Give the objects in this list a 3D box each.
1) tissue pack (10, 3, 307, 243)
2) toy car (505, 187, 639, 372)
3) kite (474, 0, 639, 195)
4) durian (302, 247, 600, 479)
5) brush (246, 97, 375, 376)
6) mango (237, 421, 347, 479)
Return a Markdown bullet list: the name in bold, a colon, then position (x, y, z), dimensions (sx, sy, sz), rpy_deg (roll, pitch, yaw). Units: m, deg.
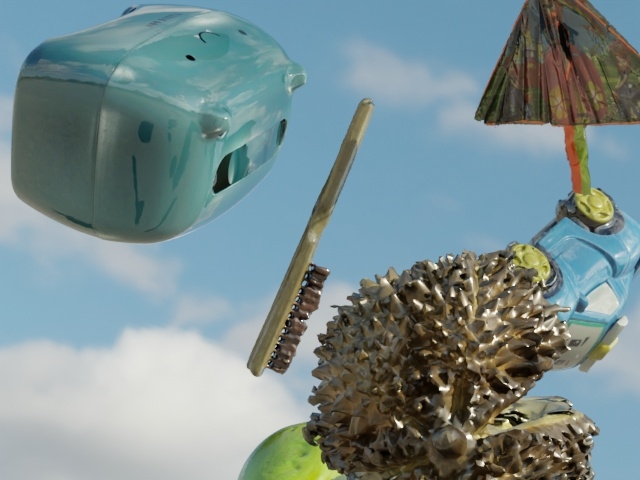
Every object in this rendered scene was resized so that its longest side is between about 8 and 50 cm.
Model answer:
- **tissue pack**: position (-0.146, -0.113, 1.625), dimensions (0.206, 0.287, 0.198), rpy_deg (17, -68, 19)
- **toy car**: position (0.260, 0.078, 1.932), dimensions (0.166, 0.314, 0.198), rpy_deg (41, -48, 11)
- **kite**: position (0.193, -0.119, 1.291), dimensions (0.241, 0.014, 0.183), rpy_deg (11, -62, 49)
- **durian**: position (0.076, 0.098, 0.922), dimensions (0.167, 0.196, 0.196), rpy_deg (-34, -42, 8)
- **brush**: position (0.000, 0.000, 1.408), dimensions (0.036, 0.248, 0.043), rpy_deg (22, 1, -11)
- **mango**: position (-0.015, 0.146, 1.025), dimensions (0.073, 0.056, 0.108), rpy_deg (-14, 10, 12)
